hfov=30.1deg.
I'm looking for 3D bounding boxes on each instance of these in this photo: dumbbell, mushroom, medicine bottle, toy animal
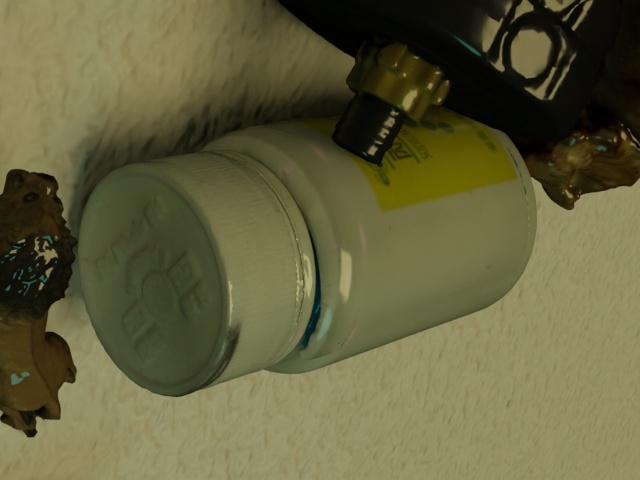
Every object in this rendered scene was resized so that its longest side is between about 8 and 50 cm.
[{"bbox_3d":[0.116,-0.212,0.620,0.388,0.185,0.185,-60,144,-1],"label":"dumbbell"},{"bbox_3d":[0.220,-0.146,0.787,0.195,0.263,0.283,42,88,-10],"label":"mushroom"},{"bbox_3d":[0.000,0.000,0.685,0.258,0.143,0.143,-16,125,-45],"label":"medicine bottle"},{"bbox_3d":[-0.158,0.041,0.592,0.069,0.086,0.219,-35,155,-27],"label":"toy animal"}]
